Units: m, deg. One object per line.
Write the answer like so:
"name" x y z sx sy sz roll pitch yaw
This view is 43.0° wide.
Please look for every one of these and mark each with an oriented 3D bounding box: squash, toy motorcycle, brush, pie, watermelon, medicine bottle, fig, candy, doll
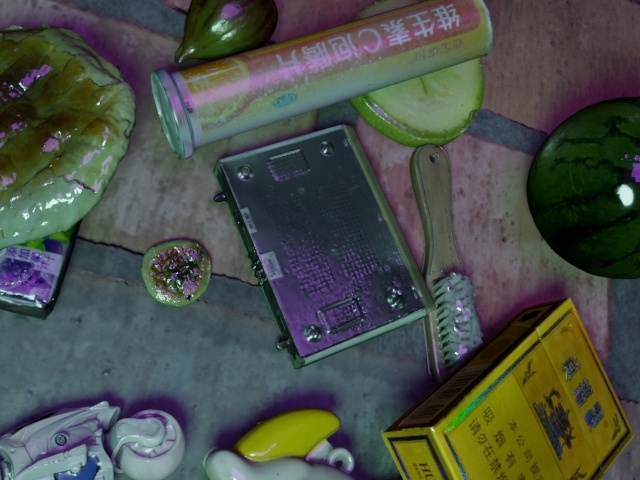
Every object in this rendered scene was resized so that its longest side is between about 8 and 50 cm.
"squash" 0.131 -0.235 1.123 0.219 0.041 0.219 6 71 -17
"toy motorcycle" -0.262 0.217 0.810 0.254 0.112 0.113 -10 75 -22
"brush" 0.162 0.022 1.033 0.069 0.065 0.328 1 70 -16
"pie" -0.337 -0.117 0.856 0.306 0.071 0.307 -2 65 4
"watermelon" 0.390 -0.066 1.040 0.242 0.242 0.243 6 70 -17
"pie" -0.164 0.036 0.938 0.084 0.021 0.084 6 70 -16
"medicine bottle" 0.009 -0.218 1.008 0.425 0.108 0.108 -21 79 -16
"fig" -0.127 -0.271 1.020 0.154 0.103 0.109 -37 49 -15
"candy" -0.300 -0.070 0.908 0.088 0.061 0.313 14 67 -11
"doll" -0.014 0.293 0.848 0.252 0.111 0.237 30 63 -5

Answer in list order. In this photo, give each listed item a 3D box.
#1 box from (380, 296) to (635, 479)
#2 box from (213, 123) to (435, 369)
"box" 0.222 0.217 0.912 0.301 0.084 0.193 -30 96 -41
"box" 0.000 0.000 0.990 0.210 0.045 0.270 -17 77 -22
